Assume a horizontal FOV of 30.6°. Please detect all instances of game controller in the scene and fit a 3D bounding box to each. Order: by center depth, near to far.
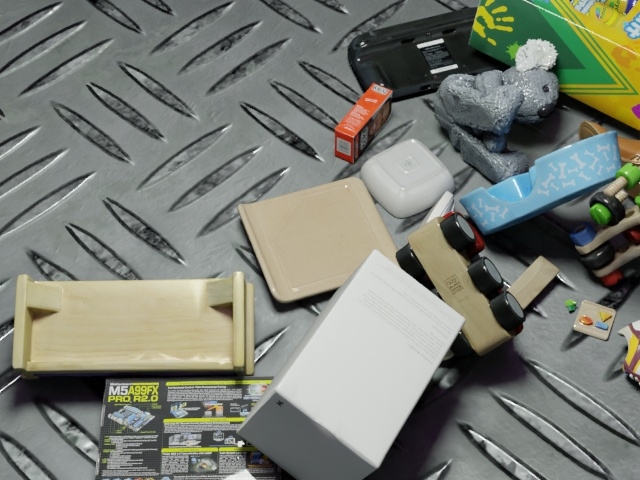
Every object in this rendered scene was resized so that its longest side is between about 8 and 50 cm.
[{"bbox_3d":[0.217,-0.362,2.275,0.319,0.067,0.167,-15,67,-12],"label":"game controller"}]

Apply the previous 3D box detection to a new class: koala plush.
[{"bbox_3d":[0.338,-0.251,2.098,0.221,0.196,0.203,-33,46,-20],"label":"koala plush"}]

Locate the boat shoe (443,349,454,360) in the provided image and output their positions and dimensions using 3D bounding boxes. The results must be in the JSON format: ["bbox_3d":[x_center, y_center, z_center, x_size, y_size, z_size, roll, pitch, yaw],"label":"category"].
[{"bbox_3d":[0.120,0.136,1.865,0.206,0.075,0.065,15,28,11],"label":"boat shoe"}]

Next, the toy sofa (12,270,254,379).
[{"bbox_3d":[-0.284,0.139,1.821,0.362,0.177,0.150,-1,75,-1],"label":"toy sofa"}]

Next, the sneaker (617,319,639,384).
[{"bbox_3d":[0.513,0.211,1.803,0.083,0.069,0.186,-20,59,24],"label":"sneaker"}]

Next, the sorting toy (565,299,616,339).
[{"bbox_3d":[0.432,0.123,1.900,0.083,0.012,0.062,19,54,14],"label":"sorting toy"}]

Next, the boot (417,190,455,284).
[{"bbox_3d":[0.205,0.001,1.977,0.086,0.069,0.190,34,52,-2],"label":"boot"}]

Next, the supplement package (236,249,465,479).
[{"bbox_3d":[0.045,0.195,1.688,0.177,0.175,0.293,38,53,-1],"label":"supplement package"}]

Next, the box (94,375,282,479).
[{"bbox_3d":[-0.189,0.305,1.722,0.270,0.060,0.216,-1,50,-2],"label":"box"}]

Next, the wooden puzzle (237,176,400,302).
[{"bbox_3d":[0.000,0.000,1.986,0.238,0.044,0.221,-12,52,-16],"label":"wooden puzzle"}]

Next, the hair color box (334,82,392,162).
[{"bbox_3d":[0.079,-0.214,2.136,0.043,0.072,0.141,25,55,19],"label":"hair color box"}]

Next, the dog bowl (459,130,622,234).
[{"bbox_3d":[0.366,-0.088,1.920,0.166,0.297,0.074,-15,81,-46],"label":"dog bowl"}]

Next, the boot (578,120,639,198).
[{"bbox_3d":[0.571,-0.161,2.102,0.152,0.073,0.197,-23,58,-23],"label":"boot"}]

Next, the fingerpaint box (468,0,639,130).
[{"bbox_3d":[0.559,-0.461,2.241,0.371,0.163,0.445,31,51,18],"label":"fingerpaint box"}]

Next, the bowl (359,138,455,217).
[{"bbox_3d":[0.154,-0.118,2.071,0.142,0.053,0.142,-27,57,-20],"label":"bowl"}]

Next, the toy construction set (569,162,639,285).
[{"bbox_3d":[0.585,-0.004,1.858,0.237,0.257,0.309,-40,83,-18],"label":"toy construction set"}]

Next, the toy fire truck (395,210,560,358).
[{"bbox_3d":[0.264,0.054,1.864,0.158,0.246,0.217,-35,79,20],"label":"toy fire truck"}]
